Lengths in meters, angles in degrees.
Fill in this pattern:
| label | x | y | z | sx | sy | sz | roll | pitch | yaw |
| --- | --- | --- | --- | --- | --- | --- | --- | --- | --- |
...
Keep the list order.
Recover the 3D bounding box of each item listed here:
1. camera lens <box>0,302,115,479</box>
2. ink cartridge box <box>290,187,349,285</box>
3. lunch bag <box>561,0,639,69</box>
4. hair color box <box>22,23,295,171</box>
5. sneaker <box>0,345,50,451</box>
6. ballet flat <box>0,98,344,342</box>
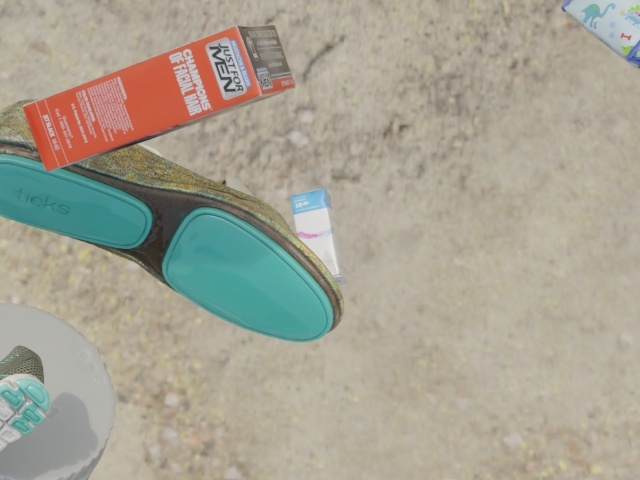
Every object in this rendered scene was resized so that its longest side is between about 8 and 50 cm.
| label | x | y | z | sx | sy | sz | roll | pitch | yaw |
| --- | --- | --- | --- | --- | --- | --- | --- | --- | --- |
| camera lens | -0.361 | 0.217 | 1.255 | 0.219 | 0.219 | 0.274 | 29 | 135 | -17 |
| ink cartridge box | 0.000 | 0.000 | 1.627 | 0.052 | 0.122 | 0.088 | -13 | 168 | 8 |
| lunch bag | 0.410 | -0.316 | 1.536 | 0.151 | 0.129 | 0.096 | -51 | 151 | 14 |
| hair color box | -0.112 | -0.101 | 0.844 | 0.167 | 0.093 | 0.053 | -18 | 96 | 17 |
| sneaker | -0.288 | 0.150 | 1.005 | 0.166 | 0.076 | 0.065 | -35 | 122 | 16 |
| ballet flat | -0.131 | -0.026 | 1.039 | 0.348 | 0.123 | 0.123 | 24 | 124 | -14 |
